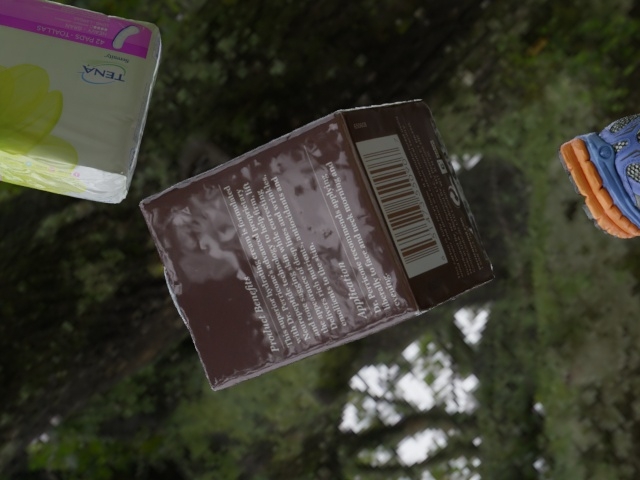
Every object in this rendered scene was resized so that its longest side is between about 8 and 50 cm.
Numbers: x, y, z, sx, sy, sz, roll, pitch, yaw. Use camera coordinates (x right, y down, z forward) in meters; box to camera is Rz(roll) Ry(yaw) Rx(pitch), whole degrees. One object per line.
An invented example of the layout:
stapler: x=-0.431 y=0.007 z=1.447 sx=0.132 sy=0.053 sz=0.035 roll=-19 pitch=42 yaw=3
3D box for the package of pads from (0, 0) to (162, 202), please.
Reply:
package of pads: x=-0.359 y=-0.181 z=1.832 sx=0.296 sy=0.101 sz=0.229 roll=11 pitch=-113 yaw=-4

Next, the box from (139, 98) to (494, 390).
box: x=0.000 y=0.000 z=1.210 sx=0.167 sy=0.203 sz=0.168 roll=-19 pitch=-93 yaw=-62

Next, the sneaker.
sneaker: x=0.250 y=-0.036 z=0.987 sx=0.221 sy=0.087 sz=0.083 roll=9 pitch=-124 yaw=-51
